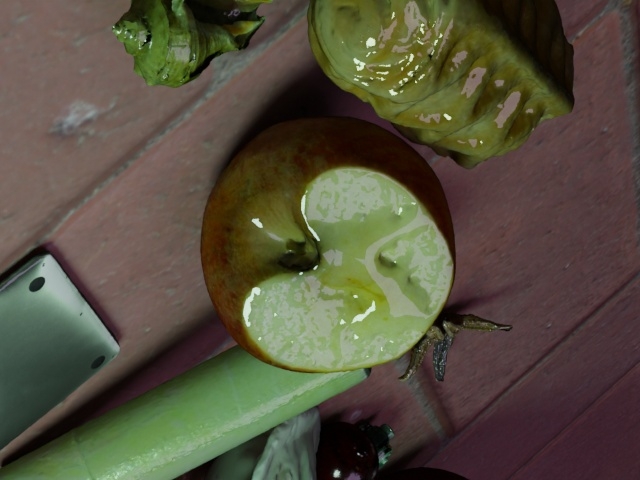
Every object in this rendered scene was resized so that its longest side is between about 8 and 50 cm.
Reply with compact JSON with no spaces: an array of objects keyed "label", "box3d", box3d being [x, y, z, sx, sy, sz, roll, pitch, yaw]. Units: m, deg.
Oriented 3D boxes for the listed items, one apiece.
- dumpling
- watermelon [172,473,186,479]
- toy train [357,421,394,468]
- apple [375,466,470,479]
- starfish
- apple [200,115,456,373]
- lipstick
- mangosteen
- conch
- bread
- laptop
[{"label":"dumpling","box3d":[-0.056,0.228,1.537,0.108,0.153,0.219,3,160,1]},{"label":"watermelon","box3d":[-0.194,0.277,1.406,0.146,0.128,0.231,-7,142,-25]},{"label":"toy train","box3d":[0.030,0.247,1.733,0.122,0.050,0.081,-37,158,-15]},{"label":"apple","box3d":[0.112,0.464,1.840,0.295,0.365,0.329,-16,154,-42]},{"label":"starfish","box3d":[0.138,0.097,1.664,0.130,0.041,0.133,-17,152,-29]},{"label":"apple","box3d":[0.000,0.000,1.172,0.173,0.160,0.195,11,111,-37]},{"label":"lipstick","box3d":[-0.105,0.142,1.272,0.304,0.076,0.076,-27,153,-3]},{"label":"mangosteen","box3d":[0.020,0.229,1.654,0.081,0.081,0.081,-34,153,-20]},{"label":"conch","box3d":[-0.073,-0.136,0.957,0.121,0.074,0.089,-15,153,-39]},{"label":"bread","box3d":[0.083,-0.146,1.116,0.267,0.129,0.152,23,74,-63]},{"label":"laptop","box3d":[-0.270,0.127,1.145,0.269,0.015,0.188,-39,154,-9]}]
